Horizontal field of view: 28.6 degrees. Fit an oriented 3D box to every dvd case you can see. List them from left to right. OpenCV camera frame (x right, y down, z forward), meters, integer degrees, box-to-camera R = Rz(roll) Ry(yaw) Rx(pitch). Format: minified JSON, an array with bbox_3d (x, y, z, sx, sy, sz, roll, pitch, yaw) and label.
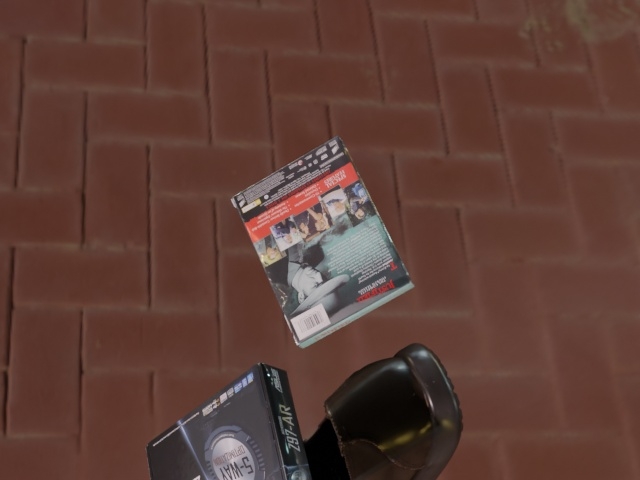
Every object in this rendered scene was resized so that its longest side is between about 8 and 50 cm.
[{"bbox_3d":[0.000,0.000,0.833,0.087,0.013,0.119,-30,64,10],"label":"dvd case"}]

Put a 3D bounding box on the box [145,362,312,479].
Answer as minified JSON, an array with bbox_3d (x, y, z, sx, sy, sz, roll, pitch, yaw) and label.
[{"bbox_3d":[-0.043,0.105,0.571,0.018,0.083,0.067,24,40,-42],"label":"box"}]

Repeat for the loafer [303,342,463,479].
[{"bbox_3d":[0.011,0.137,0.708,0.078,0.220,0.080,-10,49,-22],"label":"loafer"}]
